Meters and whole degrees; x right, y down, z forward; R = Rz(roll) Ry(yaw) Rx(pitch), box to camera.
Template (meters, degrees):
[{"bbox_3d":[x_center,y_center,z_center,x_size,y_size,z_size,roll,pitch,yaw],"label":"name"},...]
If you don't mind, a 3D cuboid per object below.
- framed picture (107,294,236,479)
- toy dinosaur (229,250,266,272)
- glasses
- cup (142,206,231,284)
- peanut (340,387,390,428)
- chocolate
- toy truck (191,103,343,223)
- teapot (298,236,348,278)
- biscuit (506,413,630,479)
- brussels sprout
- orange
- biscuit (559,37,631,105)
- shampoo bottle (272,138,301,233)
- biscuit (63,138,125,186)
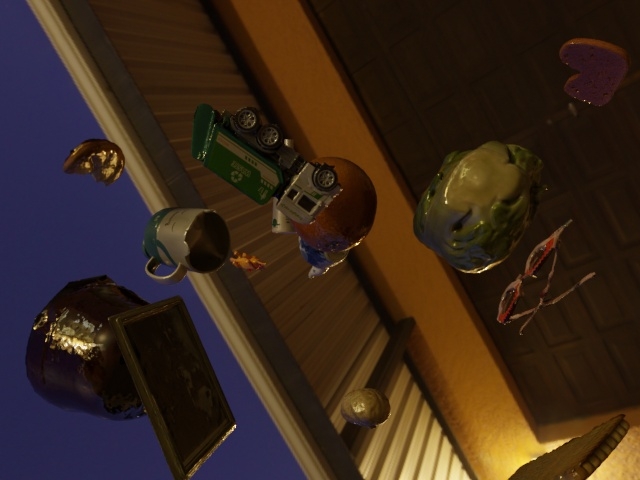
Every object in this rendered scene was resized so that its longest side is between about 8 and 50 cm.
[{"bbox_3d":[-0.249,0.248,0.862,0.296,0.019,0.232,66,-167,2],"label":"framed picture"},{"bbox_3d":[-0.307,0.104,2.152,0.117,0.288,0.070,33,-112,-43],"label":"toy dinosaur"},{"bbox_3d":[0.433,0.079,0.939,0.095,0.255,0.162,31,-160,5],"label":"glasses"},{"bbox_3d":[-0.476,0.019,1.635,0.219,0.258,0.289,57,-131,-46],"label":"cup"},{"bbox_3d":[0.130,0.489,1.406,0.141,0.159,0.109,22,-107,-35],"label":"peanut"},{"bbox_3d":[-0.525,0.297,1.285,0.384,0.332,0.383,6,-90,-71],"label":"chocolate"},{"bbox_3d":[-0.090,-0.128,0.772,0.253,0.124,0.114,37,-174,-10],"label":"toy truck"},{"bbox_3d":[0.000,0.000,2.334,0.253,0.280,0.423,-5,-74,-38],"label":"teapot"},{"bbox_3d":[0.355,0.360,0.740,0.172,0.254,0.029,-16,-122,-36],"label":"biscuit"},{"bbox_3d":[0.349,-0.077,1.084,0.328,0.247,0.327,17,-90,-77],"label":"brussels sprout"},{"bbox_3d":[0.025,-0.074,1.008,0.206,0.206,0.206,38,-143,-37],"label":"orange"},{"bbox_3d":[0.763,-0.483,1.363,0.036,0.186,0.192,-60,-18,-26],"label":"biscuit"},{"bbox_3d":[-0.107,-0.174,1.533,0.092,0.092,0.303,2,-92,-58],"label":"shampoo bottle"},{"bbox_3d":[-0.718,-0.256,1.569,0.045,0.154,0.299,46,180,3],"label":"biscuit"}]
